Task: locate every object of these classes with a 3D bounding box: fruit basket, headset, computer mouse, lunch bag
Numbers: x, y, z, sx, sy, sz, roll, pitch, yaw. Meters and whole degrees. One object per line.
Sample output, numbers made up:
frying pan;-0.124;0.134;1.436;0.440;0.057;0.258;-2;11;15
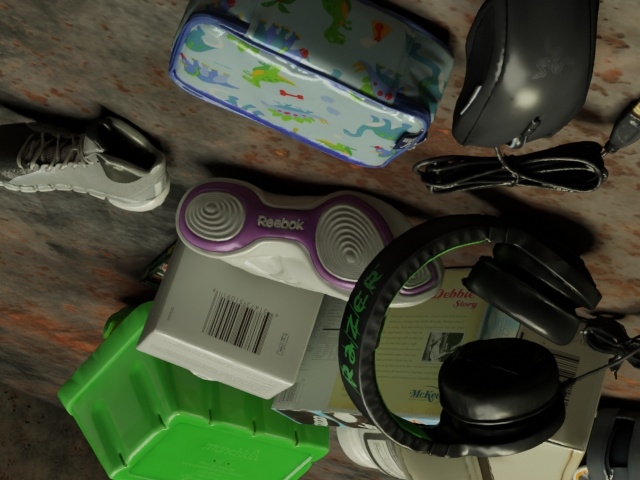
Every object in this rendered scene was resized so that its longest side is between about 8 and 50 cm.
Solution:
fruit basket;-0.198;0.197;2.173;0.392;0.392;0.283;29;121;-28
headset;0.191;0.096;1.509;0.394;0.243;0.185;9;-167;-27
computer mouse;0.186;-0.099;1.110;0.184;0.060;0.262;-3;149;-13
lunch bag;-0.011;-0.142;1.201;0.219;0.090;0.176;24;164;-11

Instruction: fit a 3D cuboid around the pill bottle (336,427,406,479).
pill bottle;0.154;0.264;2.079;0.162;0.162;0.278;29;160;-29

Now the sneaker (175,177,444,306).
sneaker;0.000;0.000;1.604;0.305;0.114;0.152;16;176;21

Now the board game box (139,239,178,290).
board game box;-0.154;0.049;1.978;0.136;0.030;0.260;21;162;-14

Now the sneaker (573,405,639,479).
sneaker;0.415;0.286;1.939;0.127;0.126;0.321;19;164;-17

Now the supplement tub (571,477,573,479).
supplement tub;0.348;0.379;2.168;0.272;0.191;0.191;26;160;-20

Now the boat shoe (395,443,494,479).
boat shoe;0.141;0.225;1.864;0.097;0.116;0.324;15;-153;-39

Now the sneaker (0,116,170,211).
sneaker;-0.274;-0.105;1.593;0.229;0.086;0.132;10;157;-5

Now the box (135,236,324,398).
box;-0.100;0.072;1.748;0.181;0.181;0.119;23;159;-12

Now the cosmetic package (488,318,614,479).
cosmetic package;0.277;0.209;1.807;0.113;0.160;0.309;15;162;10

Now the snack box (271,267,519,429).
snack box;0.087;0.129;1.716;0.060;0.187;0.322;32;158;-35
